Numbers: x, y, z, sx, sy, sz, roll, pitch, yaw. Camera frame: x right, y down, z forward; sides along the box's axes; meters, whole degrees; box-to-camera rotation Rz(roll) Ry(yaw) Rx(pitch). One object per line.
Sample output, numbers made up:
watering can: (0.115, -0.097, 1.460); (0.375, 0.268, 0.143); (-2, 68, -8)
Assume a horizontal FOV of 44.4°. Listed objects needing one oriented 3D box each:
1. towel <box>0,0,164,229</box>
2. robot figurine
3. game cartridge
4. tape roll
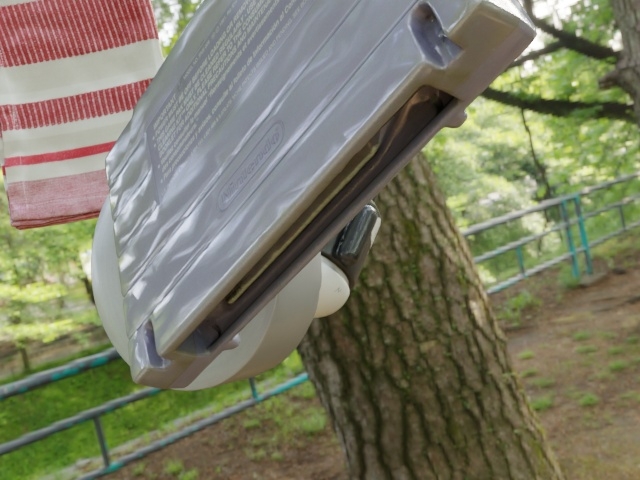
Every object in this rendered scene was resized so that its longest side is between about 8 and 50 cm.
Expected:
towel: (-0.316, -0.192, 1.023); (0.237, 0.329, 0.037); (-11, 1, -1)
robot figurine: (0.000, -0.002, 1.368); (0.173, 0.278, 0.209); (21, -26, 8)
game cartridge: (-0.038, -0.086, 0.523); (0.068, 0.230, 0.355); (17, -47, -34)
tape roll: (-0.108, 0.023, 0.720); (0.219, 0.219, 0.072); (-10, -5, 30)
